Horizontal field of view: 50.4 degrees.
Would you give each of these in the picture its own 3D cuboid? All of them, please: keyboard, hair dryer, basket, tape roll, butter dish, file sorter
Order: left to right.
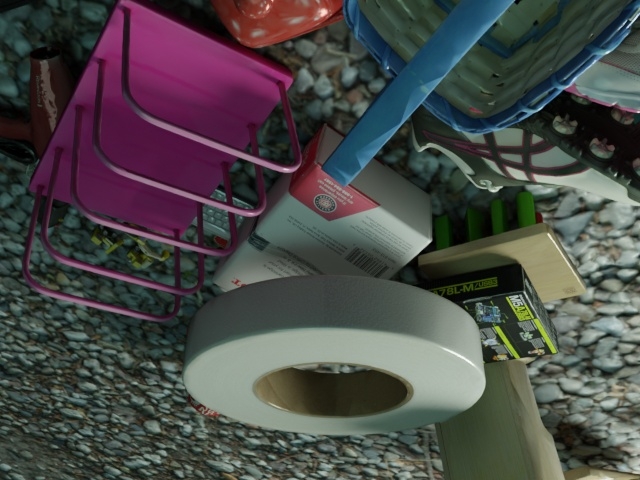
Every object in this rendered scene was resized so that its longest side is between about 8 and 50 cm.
[{"bbox_3d":[-0.382,-0.134,0.865,0.223,0.080,0.293,37,130,-20],"label":"hair dryer"},{"bbox_3d":[-0.181,-0.068,0.746,0.202,0.182,0.291,19,131,-30],"label":"file sorter"},{"bbox_3d":[-0.088,-0.014,0.938,0.256,0.014,0.072,25,121,-10],"label":"keyboard"},{"bbox_3d":[-0.051,-0.248,0.641,0.160,0.118,0.160,-12,129,24],"label":"butter dish"},{"bbox_3d":[0.017,0.167,0.893,0.392,0.072,0.392,2,147,1],"label":"tape roll"},{"bbox_3d":[0.121,-0.185,0.523,0.201,0.289,0.255,38,137,-8],"label":"basket"}]

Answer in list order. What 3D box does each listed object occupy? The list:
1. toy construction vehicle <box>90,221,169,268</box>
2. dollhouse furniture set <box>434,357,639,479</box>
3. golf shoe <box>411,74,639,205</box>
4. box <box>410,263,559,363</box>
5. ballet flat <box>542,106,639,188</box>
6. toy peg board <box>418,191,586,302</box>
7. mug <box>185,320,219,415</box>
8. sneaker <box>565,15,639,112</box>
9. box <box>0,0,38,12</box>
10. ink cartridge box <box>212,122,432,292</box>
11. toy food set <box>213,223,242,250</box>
[{"bbox_3d":[-0.283,0.008,1.005,0.086,0.035,0.098,-28,121,35],"label":"toy construction vehicle"},{"bbox_3d":[0.378,0.346,1.078,0.394,0.256,0.362,19,140,-34],"label":"dollhouse furniture set"},{"bbox_3d":[0.219,-0.099,0.697,0.273,0.105,0.120,32,138,18],"label":"golf shoe"},{"bbox_3d":[0.201,0.109,0.898,0.184,0.045,0.191,-16,142,25],"label":"box"},{"bbox_3d":[0.319,-0.111,0.723,0.213,0.072,0.068,-18,153,29],"label":"ballet flat"},{"bbox_3d":[0.230,0.017,0.864,0.161,0.079,0.160,-17,142,30],"label":"toy peg board"},{"bbox_3d":[-0.159,0.203,1.132,0.113,0.150,0.169,-4,151,-34],"label":"mug"},{"bbox_3d":[0.323,-0.185,0.597,0.252,0.103,0.111,-15,119,-10],"label":"sneaker"},{"bbox_3d":[-0.390,-0.355,0.669,0.216,0.060,0.270,-7,130,20],"label":"box"},{"bbox_3d":[0.000,0.000,0.864,0.172,0.100,0.237,33,126,-16],"label":"ink cartridge box"},{"bbox_3d":[-0.118,0.027,0.990,0.078,0.019,0.122,-11,129,24],"label":"toy food set"}]
